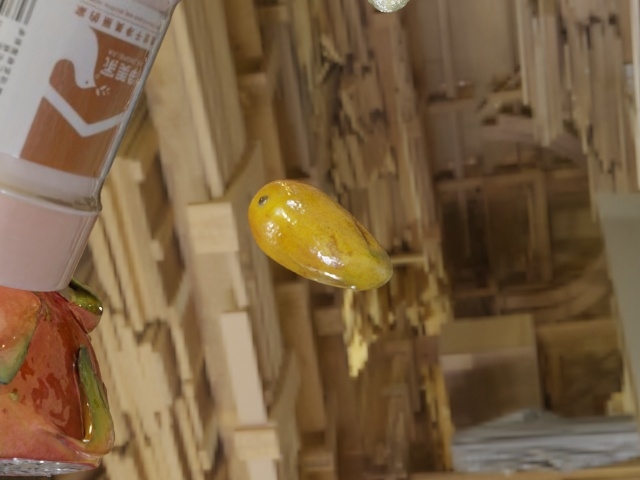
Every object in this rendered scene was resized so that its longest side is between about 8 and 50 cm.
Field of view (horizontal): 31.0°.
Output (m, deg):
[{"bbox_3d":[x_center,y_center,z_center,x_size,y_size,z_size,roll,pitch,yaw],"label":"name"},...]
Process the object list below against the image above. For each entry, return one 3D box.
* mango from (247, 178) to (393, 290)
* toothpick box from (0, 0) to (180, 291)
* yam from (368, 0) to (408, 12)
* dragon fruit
[{"bbox_3d":[-0.004,-0.002,1.225,0.089,0.165,0.115,-55,-22,8],"label":"mango"},{"bbox_3d":[-0.116,-0.067,0.445,0.098,0.098,0.149,-14,-53,-81],"label":"toothpick box"},{"bbox_3d":[0.119,-0.341,1.346,0.274,0.061,0.061,-55,-37,-51],"label":"yam"},{"bbox_3d":[-0.331,0.115,1.043,0.290,0.291,0.189,54,-148,-72],"label":"dragon fruit"}]
